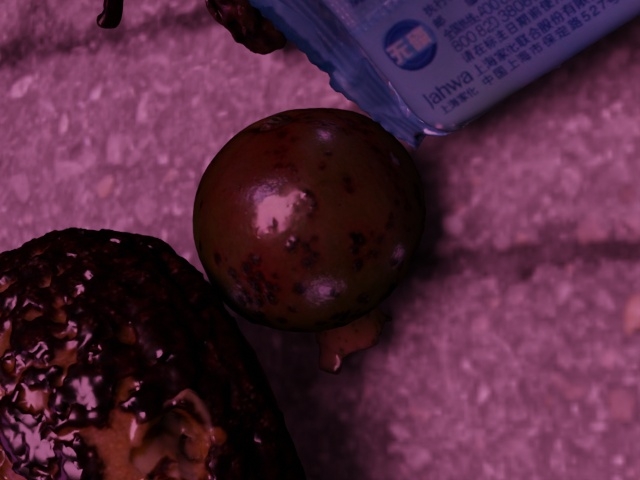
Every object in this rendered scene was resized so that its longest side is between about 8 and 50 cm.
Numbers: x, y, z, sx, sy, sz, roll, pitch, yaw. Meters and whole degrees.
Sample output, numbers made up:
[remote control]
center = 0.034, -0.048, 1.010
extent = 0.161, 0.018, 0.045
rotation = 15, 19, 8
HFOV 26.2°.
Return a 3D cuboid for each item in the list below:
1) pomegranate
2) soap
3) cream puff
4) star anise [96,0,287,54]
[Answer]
[pomegranate]
center = 0.000, -0.007, 0.698
extent = 0.130, 0.130, 0.130
rotation = -5, 81, 34
[soap]
center = 0.107, -0.167, 0.627
extent = 0.293, 0.077, 0.156
rotation = -31, 113, 28
[cream puff]
center = -0.116, 0.114, 0.698
extent = 0.239, 0.165, 0.239
rotation = 42, 143, 42
[star anise]
center = -0.036, -0.218, 0.748
extent = 0.190, 0.126, 0.220
rotation = 9, 89, 22
